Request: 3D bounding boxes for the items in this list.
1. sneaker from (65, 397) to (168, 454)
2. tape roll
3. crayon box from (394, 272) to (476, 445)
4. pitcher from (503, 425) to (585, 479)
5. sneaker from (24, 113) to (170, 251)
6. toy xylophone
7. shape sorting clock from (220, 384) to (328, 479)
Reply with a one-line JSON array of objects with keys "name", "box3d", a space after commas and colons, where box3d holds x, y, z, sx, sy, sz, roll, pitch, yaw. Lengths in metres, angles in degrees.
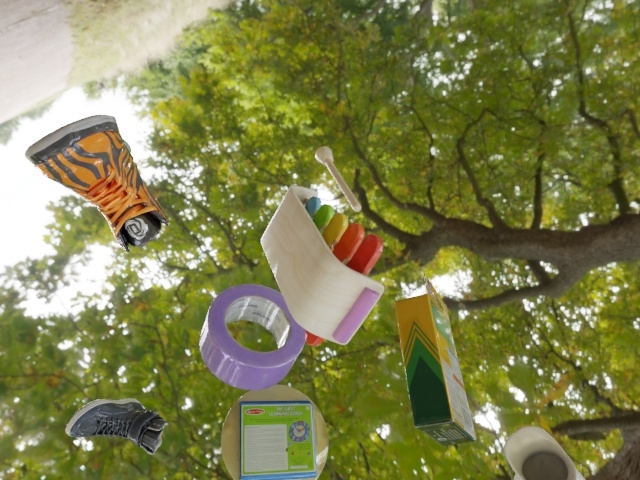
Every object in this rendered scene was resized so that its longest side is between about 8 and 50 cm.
[{"name": "sneaker", "box3d": [-0.479, 0.457, 1.209, 0.164, 0.226, 0.086, 24, -86, 27]}, {"name": "tape roll", "box3d": [-0.128, 0.179, 0.941, 0.189, 0.080, 0.188, 15, -140, -13]}, {"name": "crayon box", "box3d": [0.246, 0.260, 1.091, 0.083, 0.203, 0.322, -18, -127, 20]}, {"name": "pitcher", "box3d": [0.393, 0.427, 0.812, 0.126, 0.207, 0.177, -32, -145, -6]}, {"name": "sneaker", "box3d": [-0.311, -0.077, 0.764, 0.125, 0.180, 0.321, -31, -174, -3]}, {"name": "toy xylophone", "box3d": [0.000, 0.000, 0.792, 0.236, 0.081, 0.322, -54, -145, 27]}, {"name": "shape sorting clock", "box3d": [-0.084, 0.374, 0.936, 0.206, 0.206, 0.040, -46, 175, -34]}]
